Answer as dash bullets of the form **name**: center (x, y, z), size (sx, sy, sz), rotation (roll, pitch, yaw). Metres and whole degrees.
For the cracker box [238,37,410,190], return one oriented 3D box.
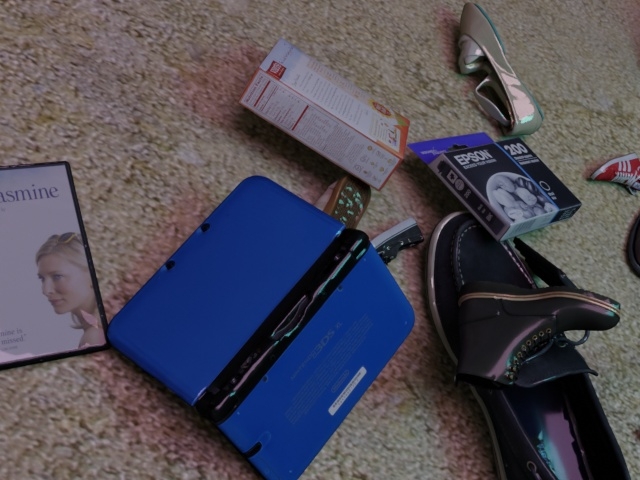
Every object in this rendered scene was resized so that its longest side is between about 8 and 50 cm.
- **cracker box**: center (0.011, -0.182, 1.256), size (0.232, 0.067, 0.155), rotation (32, 28, -7)

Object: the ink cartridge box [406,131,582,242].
- **ink cartridge box**: center (0.263, -0.099, 1.323), size (0.206, 0.045, 0.208), rotation (-15, 56, -44)

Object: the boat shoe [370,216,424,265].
- **boat shoe**: center (0.094, 0.011, 1.247), size (0.142, 0.049, 0.040), rotation (-30, 81, -35)

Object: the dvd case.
- **dvd case**: center (-0.363, 0.026, 1.049), size (0.180, 0.022, 0.253), rotation (-9, 70, -27)

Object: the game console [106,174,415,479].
- **game console**: center (-0.064, 0.107, 1.100), size (0.293, 0.173, 0.250), rotation (-49, 126, -21)

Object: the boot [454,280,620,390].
- **boot**: center (0.265, 0.129, 1.092), size (0.198, 0.077, 0.137), rotation (2, 58, 19)

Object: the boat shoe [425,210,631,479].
- **boat shoe**: center (0.283, 0.174, 1.191), size (0.187, 0.156, 0.500), rotation (-6, 67, -25)

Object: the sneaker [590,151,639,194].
- **sneaker**: center (0.512, -0.106, 1.496), size (0.118, 0.042, 0.067), rotation (-19, 72, -33)

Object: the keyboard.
- **keyboard**: center (0.337, 0.057, 1.273), size (0.023, 0.180, 0.108), rotation (-45, 107, 6)

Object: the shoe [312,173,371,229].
- **shoe**: center (0.000, 0.000, 1.211), size (0.076, 0.058, 0.219), rotation (46, 58, -22)

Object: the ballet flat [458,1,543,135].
- **ballet flat**: center (0.277, -0.278, 1.458), size (0.086, 0.086, 0.248), rotation (-22, 77, -31)

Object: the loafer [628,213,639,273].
- **loafer**: center (0.623, -0.047, 1.485), size (0.302, 0.095, 0.109), rotation (-37, 84, -33)
